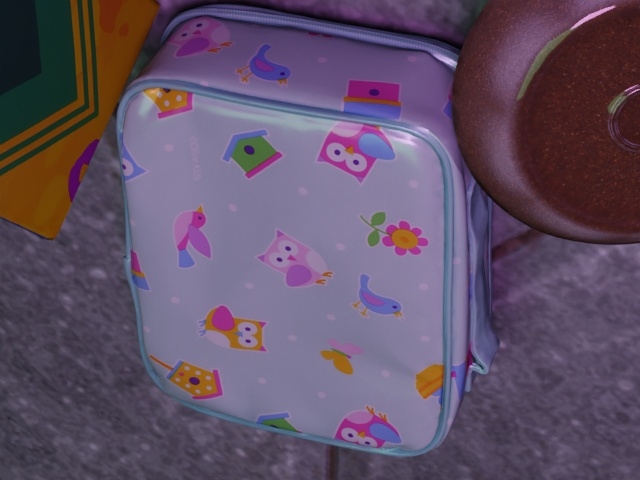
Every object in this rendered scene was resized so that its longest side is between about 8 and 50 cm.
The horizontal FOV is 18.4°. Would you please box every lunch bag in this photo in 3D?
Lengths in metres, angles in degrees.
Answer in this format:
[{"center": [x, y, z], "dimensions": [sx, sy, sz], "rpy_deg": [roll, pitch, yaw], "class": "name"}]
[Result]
[{"center": [0.000, 0.000, 1.188], "dimensions": [0.224, 0.108, 0.279], "rpy_deg": [9, 133, 12], "class": "lunch bag"}]

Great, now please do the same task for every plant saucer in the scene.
[{"center": [0.169, -0.072, 1.046], "dimensions": [0.198, 0.036, 0.198], "rpy_deg": [-2, 123, -3], "class": "plant saucer"}]

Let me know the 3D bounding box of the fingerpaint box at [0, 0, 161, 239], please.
[{"center": [-0.344, -0.181, 0.987], "dimensions": [0.445, 0.163, 0.371], "rpy_deg": [24, 176, 13], "class": "fingerpaint box"}]
